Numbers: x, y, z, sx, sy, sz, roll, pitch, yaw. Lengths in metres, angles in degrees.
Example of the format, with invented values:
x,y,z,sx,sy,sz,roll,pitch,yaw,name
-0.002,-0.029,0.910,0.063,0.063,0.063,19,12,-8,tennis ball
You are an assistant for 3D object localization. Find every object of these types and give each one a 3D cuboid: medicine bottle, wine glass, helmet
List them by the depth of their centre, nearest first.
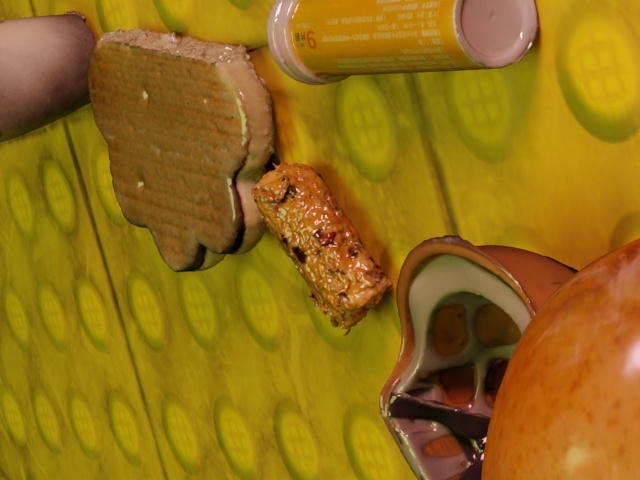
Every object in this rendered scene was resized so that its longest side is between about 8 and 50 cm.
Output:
x,y,z,sx,sy,sz,roll,pitch,yaw,name
0.133,0.103,1.063,0.198,0.130,0.224,-24,74,60,helmet
0.048,-0.139,1.140,0.218,0.074,0.074,7,112,59,medicine bottle
-0.305,-0.146,1.638,0.111,0.204,0.111,31,131,45,wine glass

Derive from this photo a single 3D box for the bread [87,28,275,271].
x,y,z,sx,sy,sz,roll,pitch,yaw,name
-0.113,-0.073,1.487,0.286,0.056,0.207,25,124,55,bread

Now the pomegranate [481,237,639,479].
x,y,z,sx,sy,sz,roll,pitch,yaw,name
0.209,0.105,0.753,0.307,0.307,0.307,39,138,47,pomegranate

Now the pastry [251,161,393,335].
x,y,z,sx,sy,sz,roll,pitch,yaw,name
0.000,0.000,1.329,0.140,0.056,0.080,56,156,16,pastry
